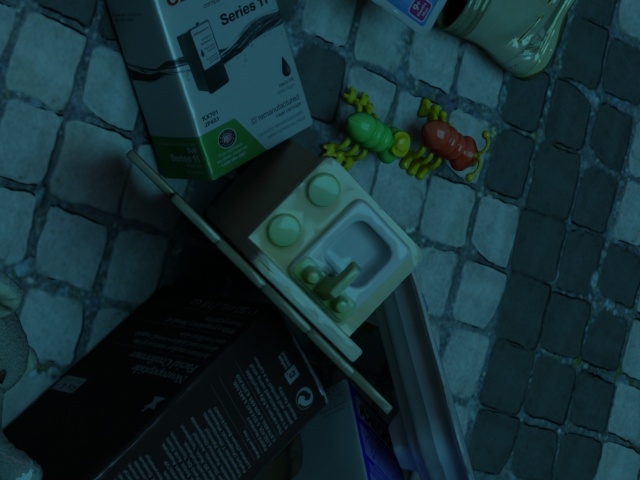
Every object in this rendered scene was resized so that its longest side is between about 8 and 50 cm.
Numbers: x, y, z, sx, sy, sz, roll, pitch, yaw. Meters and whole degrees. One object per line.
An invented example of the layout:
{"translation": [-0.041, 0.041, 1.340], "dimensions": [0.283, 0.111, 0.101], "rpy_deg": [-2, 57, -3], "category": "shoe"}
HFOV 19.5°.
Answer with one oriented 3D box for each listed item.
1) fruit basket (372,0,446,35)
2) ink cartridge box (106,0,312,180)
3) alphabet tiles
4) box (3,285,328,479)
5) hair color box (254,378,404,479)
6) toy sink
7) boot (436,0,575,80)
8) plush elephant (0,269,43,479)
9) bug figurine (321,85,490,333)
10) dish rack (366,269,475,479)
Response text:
{"translation": [0.059, -0.441, 1.956], "dimensions": [0.353, 0.165, 0.327], "rpy_deg": [35, 73, -35], "category": "fruit basket"}
{"translation": [-0.112, -0.185, 1.885], "dimensions": [0.153, 0.087, 0.208], "rpy_deg": [-32, 114, -35], "category": "ink cartridge box"}
{"translation": [-0.062, 0.036, 1.793], "dimensions": [0.342, 0.285, 0.011], "rpy_deg": [45, 88, -5], "category": "alphabet tiles"}
{"translation": [-0.196, 0.215, 1.796], "dimensions": [0.381, 0.191, 0.143], "rpy_deg": [-45, 122, -29], "category": "box"}
{"translation": [-0.002, 0.317, 1.857], "dimensions": [0.185, 0.339, 0.110], "rpy_deg": [-31, 123, 14], "category": "hair color box"}
{"translation": [0.000, 0.000, 1.872], "dimensions": [0.131, 0.234, 0.153], "rpy_deg": [-46, 109, -1], "category": "toy sink"}
{"translation": [0.224, -0.314, 2.172], "dimensions": [0.165, 0.077, 0.213], "rpy_deg": [25, 82, -38], "category": "boot"}
{"translation": [-0.337, 0.138, 1.503], "dimensions": [0.255, 0.272, 0.330], "rpy_deg": [-16, 71, 0], "category": "plush elephant"}
{"translation": [0.082, -0.039, 2.083], "dimensions": [0.216, 0.072, 0.279], "rpy_deg": [26, 79, -40], "category": "bug figurine"}
{"translation": [0.114, 0.193, 2.002], "dimensions": [0.072, 0.285, 0.333], "rpy_deg": [-17, 143, 3], "category": "dish rack"}
